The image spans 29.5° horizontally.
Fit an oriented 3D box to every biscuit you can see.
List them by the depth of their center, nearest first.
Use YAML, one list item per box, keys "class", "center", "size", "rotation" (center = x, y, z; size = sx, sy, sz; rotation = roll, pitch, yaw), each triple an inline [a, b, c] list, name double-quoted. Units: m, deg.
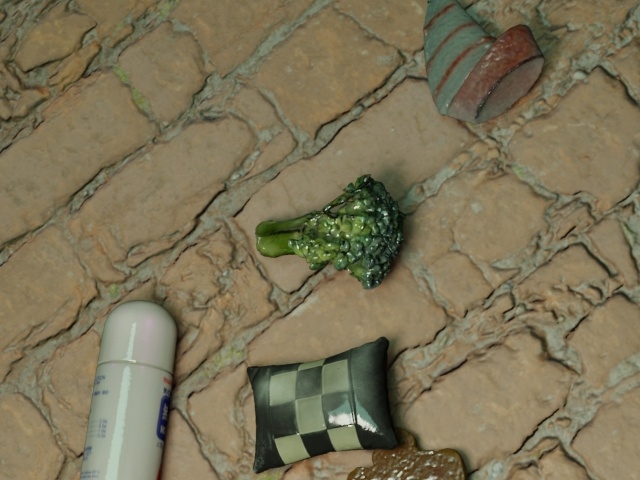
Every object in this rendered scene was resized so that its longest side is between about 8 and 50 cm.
- class: "biscuit"
  center: [0.136, 0.423, 1.852]
  size: [0.208, 0.041, 0.290]
  rotation: [-17, 62, 13]

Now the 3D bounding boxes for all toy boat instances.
- class: "toy boat"
  center: [0.244, -0.329, 2.083]
  size: [0.206, 0.096, 0.282]
  rotation: [-45, 53, 14]

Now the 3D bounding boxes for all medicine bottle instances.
- class: "medicine bottle"
  center: [-0.315, 0.266, 2.013]
  size: [0.130, 0.130, 0.341]
  rotation: [-2, 70, 18]

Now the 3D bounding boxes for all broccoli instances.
- class: "broccoli"
  center: [-0.001, 0.008, 1.979]
  size: [0.274, 0.198, 0.177]
  rotation: [-12, 112, 21]

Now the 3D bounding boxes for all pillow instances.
- class: "pillow"
  center: [0.000, 0.262, 1.922]
  size: [0.249, 0.106, 0.186]
  rotation: [-13, 61, 18]
